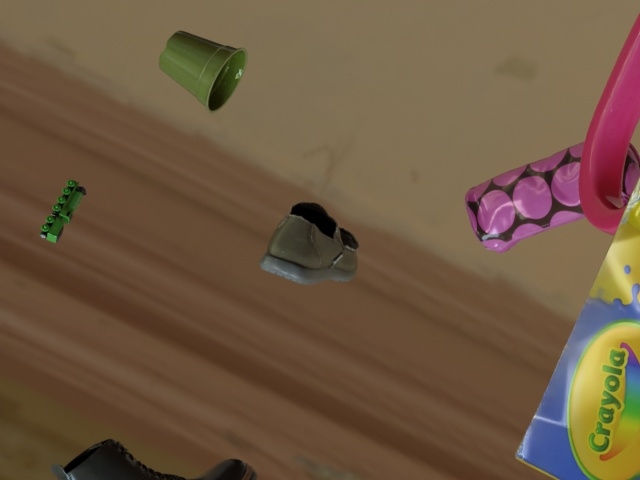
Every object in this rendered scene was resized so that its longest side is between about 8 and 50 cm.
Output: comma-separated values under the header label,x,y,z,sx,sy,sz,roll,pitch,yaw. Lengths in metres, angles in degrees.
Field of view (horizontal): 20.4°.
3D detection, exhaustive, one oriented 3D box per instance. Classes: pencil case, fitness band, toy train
label,x,y,z,sx,sy,sz,roll,pitch,yaw
pencil case,0.273,-0.050,2.088,0.095,0.209,0.098,7,-113,-50
fitness band,0.342,-0.138,1.732,0.054,0.291,0.209,19,-165,-18
toy train,-0.272,-0.031,1.885,0.023,0.017,0.083,23,-128,2

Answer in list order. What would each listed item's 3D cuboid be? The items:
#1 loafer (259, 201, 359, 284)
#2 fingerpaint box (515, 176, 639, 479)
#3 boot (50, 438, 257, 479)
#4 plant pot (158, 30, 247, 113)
label,x,y,z,sx,sy,sz,roll,pitch,yaw
loafer,0.000,0.000,2.236,0.094,0.087,0.251,20,-171,11
fingerpaint box,0.386,0.011,1.125,0.371,0.445,0.163,25,-162,15
boot,-0.164,0.237,1.789,0.198,0.077,0.137,-34,-80,-40
plant pot,-0.137,-0.199,2.015,0.079,0.083,0.083,30,-147,14
